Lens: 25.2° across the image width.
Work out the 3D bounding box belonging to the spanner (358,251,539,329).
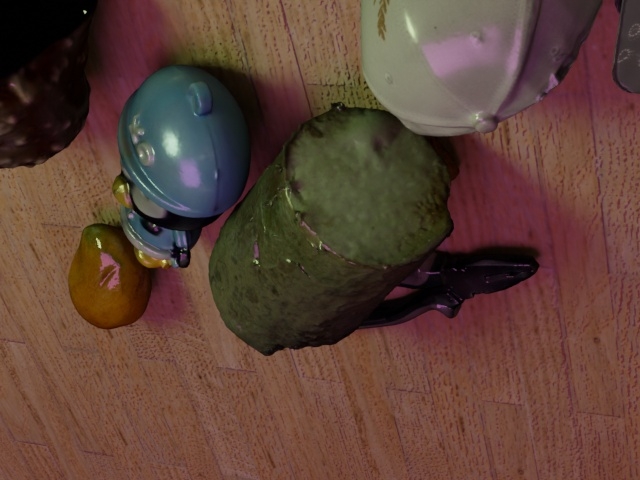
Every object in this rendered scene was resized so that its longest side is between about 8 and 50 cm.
[{"bbox_3d":[0.114,0.057,1.688,0.325,0.040,0.096,-13,125,38],"label":"spanner"}]

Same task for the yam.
[{"bbox_3d":[0.000,0.000,1.554,0.195,0.195,0.300,31,146,-6],"label":"yam"}]

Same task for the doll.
[{"bbox_3d":[-0.163,-0.080,1.598,0.177,0.141,0.314,65,152,23],"label":"doll"}]

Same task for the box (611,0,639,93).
[{"bbox_3d":[0.329,-0.231,1.207,0.163,0.135,0.243,14,137,13],"label":"box"}]

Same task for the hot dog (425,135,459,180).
[{"bbox_3d":[0.115,-0.089,1.538,0.058,0.035,0.083,-7,131,47],"label":"hot dog"}]

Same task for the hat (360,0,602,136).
[{"bbox_3d":[0.089,-0.248,1.288,0.258,0.168,0.301,-27,113,39],"label":"hat"}]

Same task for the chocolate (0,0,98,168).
[{"bbox_3d":[-0.401,-0.185,1.562,0.340,0.225,0.210,4,141,6],"label":"chocolate"}]

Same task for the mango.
[{"bbox_3d":[-0.268,0.048,1.840,0.115,0.089,0.165,35,136,4],"label":"mango"}]
